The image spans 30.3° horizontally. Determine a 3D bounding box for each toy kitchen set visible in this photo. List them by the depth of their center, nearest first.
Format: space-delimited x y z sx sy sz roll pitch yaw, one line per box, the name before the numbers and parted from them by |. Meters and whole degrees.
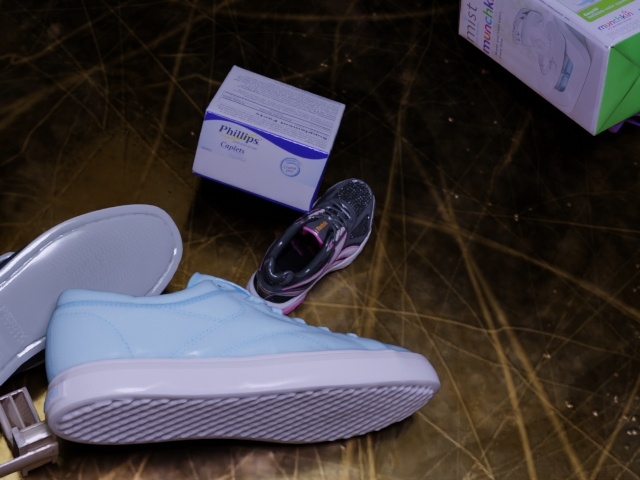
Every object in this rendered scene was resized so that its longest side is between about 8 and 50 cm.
toy kitchen set | -0.272 0.162 1.019 0.068 0.083 0.075 -22 69 -22

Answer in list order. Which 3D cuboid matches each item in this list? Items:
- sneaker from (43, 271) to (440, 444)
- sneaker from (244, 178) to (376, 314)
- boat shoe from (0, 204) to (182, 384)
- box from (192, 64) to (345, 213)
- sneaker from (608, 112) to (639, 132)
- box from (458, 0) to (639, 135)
sneaker | -0.063 0.091 1.052 0.365 0.135 0.150 5 57 -28
sneaker | 0.000 0.000 1.167 0.072 0.077 0.178 35 60 6
boat shoe | -0.266 0.058 1.069 0.302 0.091 0.114 -29 103 -27
box | -0.050 -0.103 1.181 0.126 0.072 0.137 19 28 -1
sneaker | 0.396 -0.155 1.352 0.169 0.068 0.071 -10 80 -8
box | 0.325 -0.271 1.314 0.262 0.127 0.231 -28 51 -23
